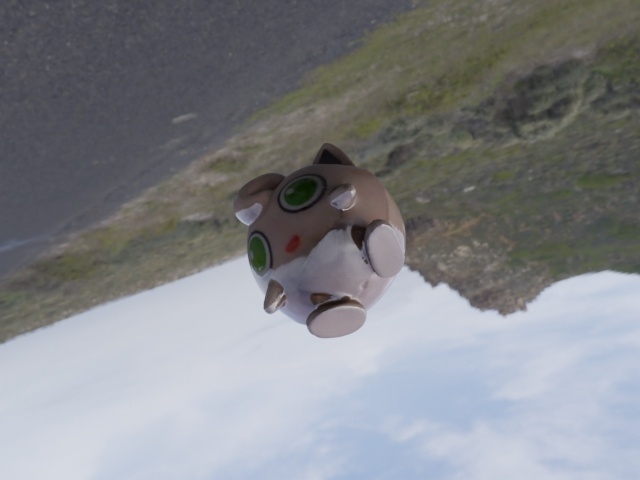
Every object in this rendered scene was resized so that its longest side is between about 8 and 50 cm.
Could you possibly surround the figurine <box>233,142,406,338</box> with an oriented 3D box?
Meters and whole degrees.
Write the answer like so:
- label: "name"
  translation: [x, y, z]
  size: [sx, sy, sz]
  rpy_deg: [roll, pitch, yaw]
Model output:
- label: "figurine"
  translation: [0.000, 0.000, 0.564]
  size: [0.125, 0.125, 0.138]
  rpy_deg: [-19, -141, -17]
